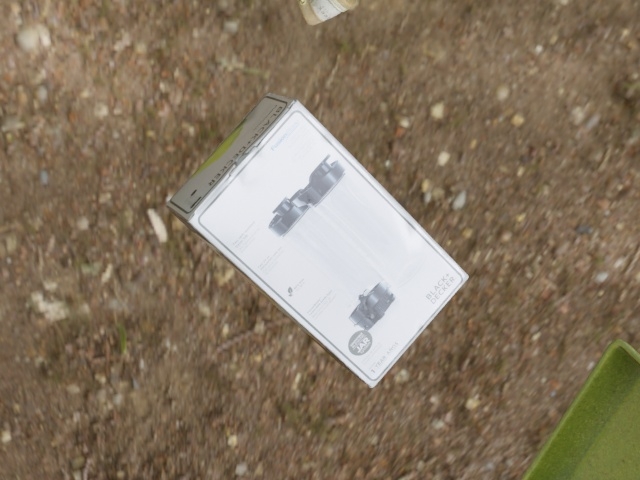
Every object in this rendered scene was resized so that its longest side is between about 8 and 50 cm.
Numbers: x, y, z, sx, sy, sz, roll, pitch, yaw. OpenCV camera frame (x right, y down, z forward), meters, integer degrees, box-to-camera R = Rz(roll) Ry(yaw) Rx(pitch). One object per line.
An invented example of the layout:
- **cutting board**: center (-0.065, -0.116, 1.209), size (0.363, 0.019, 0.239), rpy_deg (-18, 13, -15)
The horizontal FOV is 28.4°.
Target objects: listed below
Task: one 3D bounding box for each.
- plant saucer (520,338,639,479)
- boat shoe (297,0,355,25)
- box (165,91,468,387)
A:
- **plant saucer**: center (0.279, 0.207, 1.056), size (0.045, 0.188, 0.188), rpy_deg (-7, 43, -43)
- **boat shoe**: center (-0.022, -0.290, 1.283), size (0.059, 0.063, 0.170), rpy_deg (-33, 59, 19)
- **box**: center (0.000, 0.000, 1.342), size (0.290, 0.087, 0.169), rpy_deg (43, 85, -25)
